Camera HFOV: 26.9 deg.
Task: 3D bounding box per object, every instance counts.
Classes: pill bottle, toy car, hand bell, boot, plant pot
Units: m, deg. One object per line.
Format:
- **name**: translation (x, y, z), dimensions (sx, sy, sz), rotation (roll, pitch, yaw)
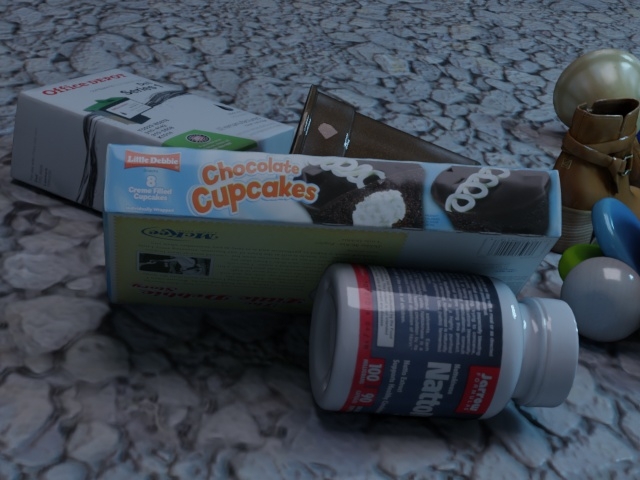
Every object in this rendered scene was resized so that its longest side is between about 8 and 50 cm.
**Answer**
- **pill bottle**: translation (0.089, 0.076, 0.973), dimensions (0.180, 0.108, 0.108), rotation (5, 23, -12)
- **toy car**: translation (0.302, 0.021, 1.163), dimensions (0.182, 0.136, 0.159), rotation (18, 24, 20)
- **hand bell**: translation (0.375, -0.123, 1.630), dimensions (0.126, 0.126, 0.242), rotation (6, 34, -11)
- **boot**: translation (0.302, -0.075, 1.375), dimensions (0.073, 0.152, 0.197), rotation (24, 26, 31)
- **plant pot**: translation (0.046, -0.034, 1.173), dimensions (0.165, 0.167, 0.167), rotation (16, 22, -4)

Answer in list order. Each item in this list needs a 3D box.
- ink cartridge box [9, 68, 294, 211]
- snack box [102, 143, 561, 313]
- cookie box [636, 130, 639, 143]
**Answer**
- **ink cartridge box**: translation (-0.161, -0.085, 1.277), dimensions (0.219, 0.092, 0.160), rotation (20, 24, 22)
- **snack box**: translation (0.000, 0.000, 1.011), dimensions (0.322, 0.187, 0.060), rotation (3, 67, -7)
- **cookie box**: translation (0.463, -0.152, 1.784), dimensions (0.107, 0.040, 0.092), rotation (0, 25, -22)
